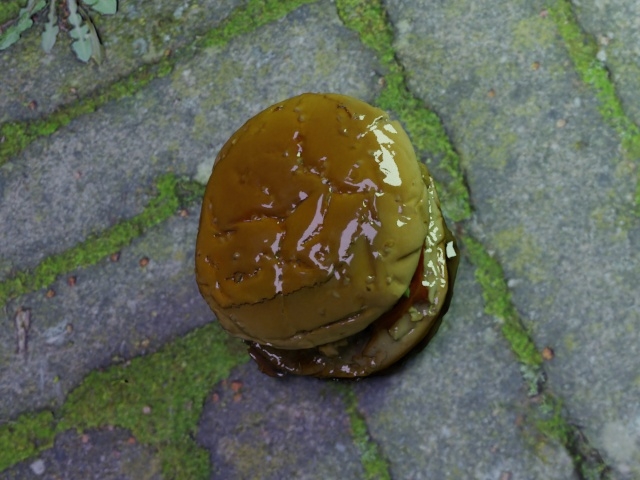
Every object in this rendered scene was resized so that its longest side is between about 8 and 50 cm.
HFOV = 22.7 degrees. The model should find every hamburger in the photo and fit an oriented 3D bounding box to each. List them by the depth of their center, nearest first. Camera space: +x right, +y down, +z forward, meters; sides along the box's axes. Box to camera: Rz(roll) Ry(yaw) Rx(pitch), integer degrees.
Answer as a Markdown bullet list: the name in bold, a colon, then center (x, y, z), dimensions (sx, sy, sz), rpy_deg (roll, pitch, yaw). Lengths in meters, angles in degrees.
- **hamburger**: center (0.000, 0.000, 1.445), dimensions (0.244, 0.163, 0.244), rpy_deg (-8, 64, 16)
